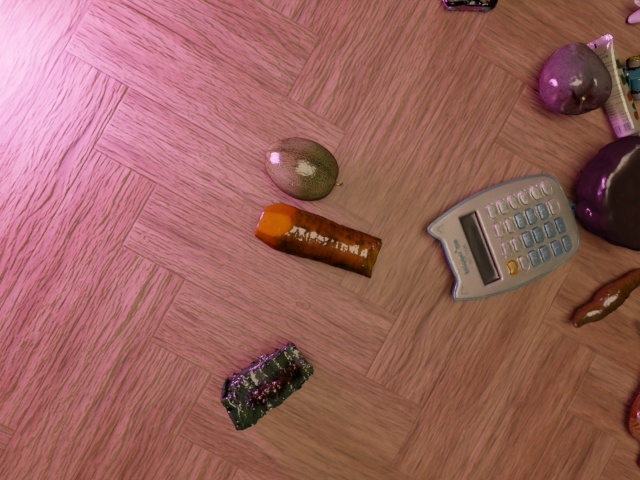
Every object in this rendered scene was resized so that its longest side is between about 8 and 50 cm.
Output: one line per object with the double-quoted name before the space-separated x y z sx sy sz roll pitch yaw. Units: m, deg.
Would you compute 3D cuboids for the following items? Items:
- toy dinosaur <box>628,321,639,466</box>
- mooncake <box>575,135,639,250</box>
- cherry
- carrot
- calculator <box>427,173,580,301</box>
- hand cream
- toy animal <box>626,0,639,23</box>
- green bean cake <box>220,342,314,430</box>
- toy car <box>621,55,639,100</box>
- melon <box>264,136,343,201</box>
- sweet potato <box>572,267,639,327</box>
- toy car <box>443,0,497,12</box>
"toy dinosaur" 0.863 0.398 1.480 0.205 0.092 0.393 -17 101 1
"mooncake" 0.764 -0.117 1.423 0.283 0.141 0.283 -2 105 -7
"cherry" 0.606 -0.385 1.418 0.176 0.140 0.176 5 63 -9
"carrot" 0.000 0.000 1.379 0.302 0.114 0.114 18 89 -6
"calculator" 0.463 -0.014 1.451 0.386 0.054 0.256 -22 93 -6
"hand cream" 0.728 -0.366 1.460 0.059 0.095 0.276 -29 98 -29
"toy animal" 0.867 -0.604 1.473 0.127 0.131 0.181 28 80 26
"green bean cake" -0.118 0.321 1.334 0.208 0.193 0.107 -30 88 -6
"toy car" 0.822 -0.419 1.473 0.161 0.098 0.126 -10 117 23
"melon" -0.036 -0.162 1.357 0.192 0.139 0.139 23 89 -3
"sweet potato" 0.735 0.138 1.476 0.274 0.067 0.067 -32 94 -9
"toy car" 0.367 -0.597 1.430 0.142 0.055 0.069 0 94 -4
